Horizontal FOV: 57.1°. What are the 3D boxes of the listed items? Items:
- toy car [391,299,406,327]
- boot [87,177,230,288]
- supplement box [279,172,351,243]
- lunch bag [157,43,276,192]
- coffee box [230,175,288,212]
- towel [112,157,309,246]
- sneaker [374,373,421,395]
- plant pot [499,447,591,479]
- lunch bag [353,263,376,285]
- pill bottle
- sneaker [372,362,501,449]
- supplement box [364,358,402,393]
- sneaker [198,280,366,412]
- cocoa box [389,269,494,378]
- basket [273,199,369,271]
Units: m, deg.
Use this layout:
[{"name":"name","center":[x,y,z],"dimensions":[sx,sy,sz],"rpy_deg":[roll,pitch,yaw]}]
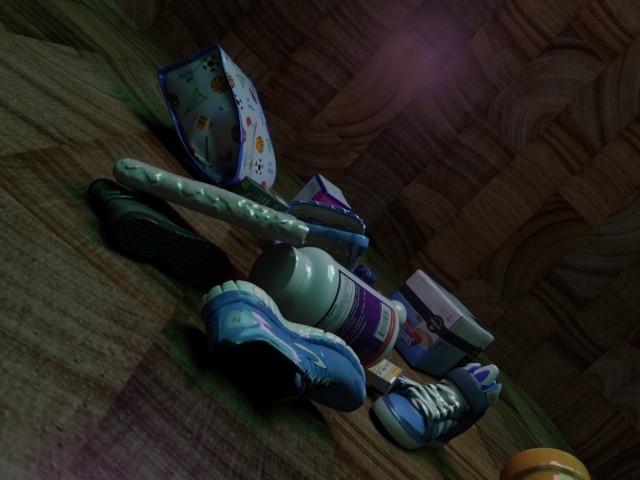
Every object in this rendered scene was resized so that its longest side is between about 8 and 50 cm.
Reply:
[{"name":"toy car","center":[0.127,0.226,1.488],"dimensions":[0.182,0.159,0.136],"rpy_deg":[-12,97,-63]},{"name":"boot","center":[-0.268,-0.019,1.001],"dimensions":[0.246,0.083,0.161],"rpy_deg":[37,6,-47]},{"name":"supplement box","center":[-0.032,-0.072,1.769],"dimensions":[0.114,0.220,0.111],"rpy_deg":[33,21,-36]},{"name":"lunch bag","center":[-0.280,-0.310,1.725],"dimensions":[0.328,0.239,0.385],"rpy_deg":[8,60,-77]},{"name":"coffee box","center":[-0.177,-0.094,1.622],"dimensions":[0.184,0.113,0.040],"rpy_deg":[31,17,-50]},{"name":"towel","center":[-0.188,-0.070,1.106],"dimensions":[0.331,0.053,0.317],"rpy_deg":[19,1,-5]},{"name":"sneaker","center":[0.183,0.337,1.402],"dimensions":[0.178,0.072,0.077],"rpy_deg":[39,9,-34]},{"name":"plant pot","center":[0.512,0.607,1.311],"dimensions":[0.205,0.205,0.188],"rpy_deg":[43,24,-7]},{"name":"lunch bag","center":[0.143,0.131,2.069],"dimensions":[0.065,0.098,0.067],"rpy_deg":[33,19,-41]},{"name":"pill bottle","center":[0.007,0.132,1.191],"dimensions":[0.323,0.181,0.181],"rpy_deg":[37,12,-39]},{"name":"sneaker","center":[0.269,0.332,1.268],"dimensions":[0.323,0.236,0.130],"rpy_deg":[34,14,-50]},{"name":"supplement box","center":[0.123,0.288,1.303],"dimensions":[0.098,0.036,0.062],"rpy_deg":[28,32,19]},{"name":"sneaker","center":[-0.051,0.201,0.899],"dimensions":[0.330,0.130,0.147],"rpy_deg":[35,27,-31]},{"name":"cocoa box","center":[0.381,0.294,1.968],"dimensions":[0.231,0.228,0.347],"rpy_deg":[50,11,36]},{"name":"basket","center":[0.000,0.000,1.538],"dimensions":[0.254,0.201,0.289],"rpy_deg":[15,-12,7]}]
